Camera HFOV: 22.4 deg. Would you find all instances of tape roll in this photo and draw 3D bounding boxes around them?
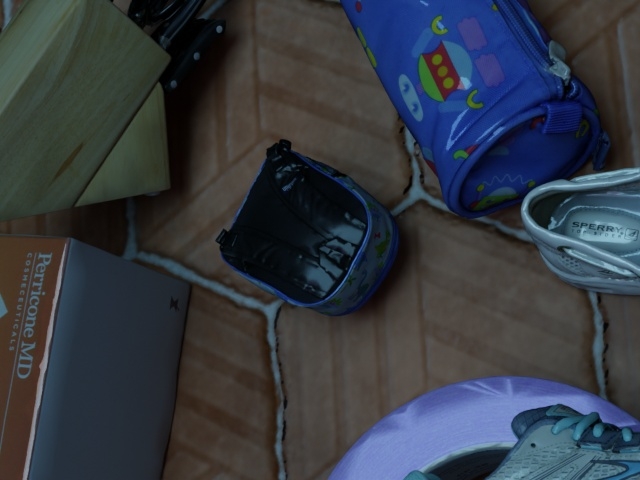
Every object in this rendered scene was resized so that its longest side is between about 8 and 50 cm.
[{"bbox_3d":[0.126,0.229,1.035,0.275,0.090,0.275,-5,74,20],"label":"tape roll"}]

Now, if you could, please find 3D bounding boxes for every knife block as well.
[{"bbox_3d":[-0.202,-0.148,1.251,0.088,0.275,0.242,11,110,52],"label":"knife block"}]

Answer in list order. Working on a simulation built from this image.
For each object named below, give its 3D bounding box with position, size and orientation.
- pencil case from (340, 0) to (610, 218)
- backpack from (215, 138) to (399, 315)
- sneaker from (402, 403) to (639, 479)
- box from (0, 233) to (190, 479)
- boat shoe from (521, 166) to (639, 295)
[{"bbox_3d":[0.088,-0.164,1.165,0.133,0.119,0.306,-48,57,37],"label":"pencil case"},{"bbox_3d":[0.000,0.000,1.190,0.114,0.084,0.105,31,93,36],"label":"backpack"},{"bbox_3d":[0.166,0.142,0.937,0.283,0.110,0.122,-21,66,13],"label":"sneaker"},{"bbox_3d":[-0.301,0.112,1.276,0.345,0.168,0.215,2,77,29],"label":"box"},{"bbox_3d":[0.261,-0.004,1.042,0.277,0.096,0.098,-1,75,28],"label":"boat shoe"}]
